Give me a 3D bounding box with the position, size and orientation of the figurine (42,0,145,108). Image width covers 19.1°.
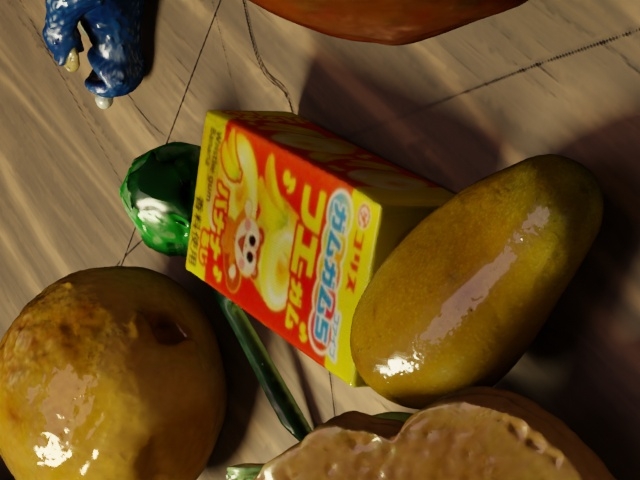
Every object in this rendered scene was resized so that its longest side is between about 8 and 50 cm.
[{"bbox_3d":[-0.200,-0.252,1.757,0.164,0.121,0.262,-91,-6,-57],"label":"figurine"}]

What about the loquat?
[{"bbox_3d":[-0.186,0.132,1.655,0.238,0.193,0.238,18,112,54],"label":"loquat"}]

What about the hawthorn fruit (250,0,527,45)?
[{"bbox_3d":[0.028,-0.273,1.171,0.308,0.325,0.308,-18,59,32],"label":"hawthorn fruit"}]

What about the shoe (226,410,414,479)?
[{"bbox_3d":[0.005,0.211,1.378,0.262,0.140,0.128,-65,34,32],"label":"shoe"}]

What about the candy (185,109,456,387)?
[{"bbox_3d":[0.000,0.000,1.437,0.276,0.088,0.146,33,117,54],"label":"candy"}]

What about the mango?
[{"bbox_3d":[0.104,0.024,1.233,0.227,0.099,0.136,-48,22,38],"label":"mango"}]

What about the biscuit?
[{"bbox_3d":[0.054,0.250,1.251,0.269,0.051,0.376,49,119,10],"label":"biscuit"}]

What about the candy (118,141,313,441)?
[{"bbox_3d":[-0.074,0.052,1.590,0.323,0.097,0.097,61,140,27],"label":"candy"}]
